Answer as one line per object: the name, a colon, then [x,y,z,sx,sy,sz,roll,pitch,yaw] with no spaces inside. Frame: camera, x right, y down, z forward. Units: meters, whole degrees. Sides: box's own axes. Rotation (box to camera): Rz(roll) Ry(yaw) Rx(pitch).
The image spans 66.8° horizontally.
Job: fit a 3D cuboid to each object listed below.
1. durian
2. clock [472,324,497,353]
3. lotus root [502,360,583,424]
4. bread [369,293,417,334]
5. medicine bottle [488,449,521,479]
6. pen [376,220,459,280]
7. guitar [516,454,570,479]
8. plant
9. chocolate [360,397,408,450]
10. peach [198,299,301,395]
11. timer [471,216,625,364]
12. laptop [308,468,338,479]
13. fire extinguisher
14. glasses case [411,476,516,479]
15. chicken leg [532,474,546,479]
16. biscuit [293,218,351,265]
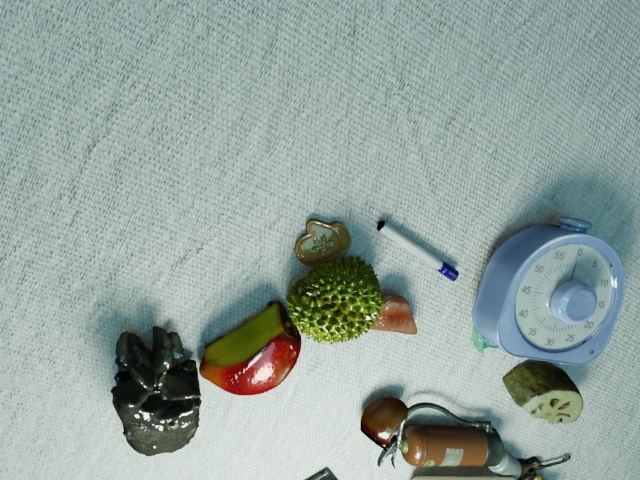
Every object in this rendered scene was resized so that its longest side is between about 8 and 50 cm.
durian: [0.033,0.147,1.157,0.237,0.176,0.200,-24,95,9]
clock: [0.498,0.259,1.371,0.135,0.041,0.101,-12,113,-9]
lotus root: [0.675,0.451,1.445,0.235,0.119,0.138,20,111,-18]
bread: [0.178,0.186,1.255,0.192,0.067,0.119,14,115,-16]
medicine bottle: [0.570,0.702,1.540,0.130,0.080,0.080,41,98,-23]
pen: [0.249,0.028,1.231,0.269,0.033,0.033,32,101,-21]
guitar: [0.736,0.754,1.630,0.233,0.025,0.088,-10,113,-10]
plant: [-0.373,0.347,1.129,0.188,0.199,0.276,-6,117,-13]
chocolate: [0.185,0.502,1.357,0.133,0.124,0.127,-49,113,-26]
peach: [-0.165,0.294,1.172,0.267,0.154,0.159,-32,116,0]
timer: [0.609,0.127,1.255,0.395,0.173,0.395,-3,104,-14]
laptop: [-0.030,0.788,1.465,0.207,0.026,0.154,-31,114,0]
fire extinguisher: [0.353,0.576,1.439,0.376,0.113,0.200,6,80,-16]
glasses case: [0.442,0.802,1.509,0.336,0.076,0.144,2,128,-4]
chicken leg: [0.708,0.835,1.606,0.227,0.088,0.103,24,121,-34]
biscuit: [0.000,0.001,1.166,0.140,0.023,0.118,-30,115,0]
